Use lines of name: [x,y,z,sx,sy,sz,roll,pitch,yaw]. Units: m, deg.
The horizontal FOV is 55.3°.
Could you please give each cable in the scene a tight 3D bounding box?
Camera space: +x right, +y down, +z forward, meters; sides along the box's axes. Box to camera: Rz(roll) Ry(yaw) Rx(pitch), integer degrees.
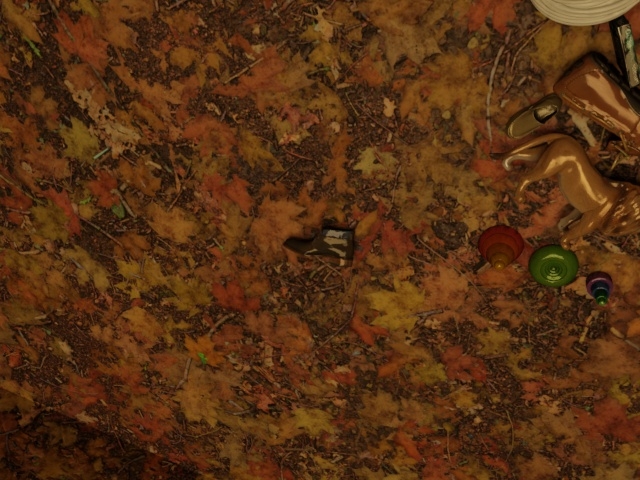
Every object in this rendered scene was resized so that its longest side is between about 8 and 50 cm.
cable: [0.536,-0.555,1.213,0.257,0.089,0.257,-45,79,19]

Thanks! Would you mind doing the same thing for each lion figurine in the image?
lion figurine: [0.614,-0.137,1.446,0.392,0.142,0.240,41,127,-10]

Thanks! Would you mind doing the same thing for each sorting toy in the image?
sorting toy: [0.587,0.085,1.597,0.365,0.126,0.127,22,123,6]

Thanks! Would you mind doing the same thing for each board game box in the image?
board game box: [0.626,-0.402,1.261,0.026,0.186,0.126,-14,115,24]

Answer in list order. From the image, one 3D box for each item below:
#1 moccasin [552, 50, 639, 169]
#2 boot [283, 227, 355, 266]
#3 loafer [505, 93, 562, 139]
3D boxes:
moccasin: [0.685,-0.247,1.364,0.380,0.139,0.147,36,130,-8]
boot: [0.000,0.000,1.788,0.219,0.082,0.106,15,101,15]
loafer: [0.503,-0.291,1.449,0.056,0.050,0.148,44,123,-10]
